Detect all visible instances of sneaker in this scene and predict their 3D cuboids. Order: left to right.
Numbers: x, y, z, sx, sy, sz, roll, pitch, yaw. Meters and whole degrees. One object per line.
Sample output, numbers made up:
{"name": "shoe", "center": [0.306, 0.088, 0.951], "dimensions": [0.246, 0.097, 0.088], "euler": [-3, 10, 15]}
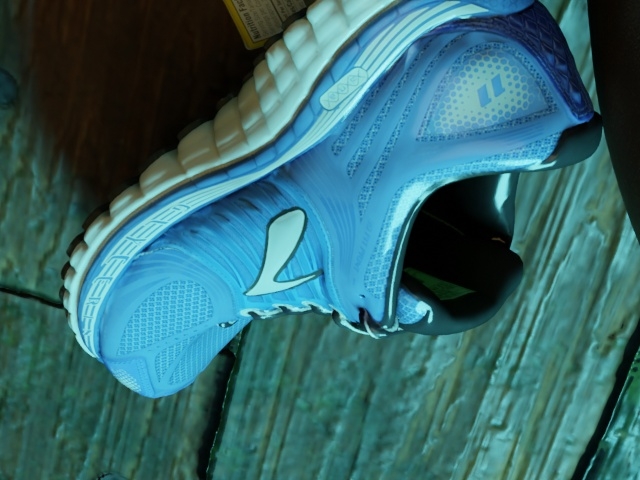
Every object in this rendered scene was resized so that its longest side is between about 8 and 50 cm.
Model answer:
{"name": "sneaker", "center": [0.000, 0.000, 0.887], "dimensions": [0.147, 0.130, 0.330], "euler": [54, 136, 5]}

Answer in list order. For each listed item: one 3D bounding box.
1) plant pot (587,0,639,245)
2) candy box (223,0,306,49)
{"name": "plant pot", "center": [0.203, -0.042, 0.784], "dimensions": [0.215, 0.230, 0.215], "euler": [7, 126, 9]}
{"name": "candy box", "center": [-0.027, -0.186, 0.864], "dimensions": [0.105, 0.027, 0.206], "euler": [-13, 121, 25]}
